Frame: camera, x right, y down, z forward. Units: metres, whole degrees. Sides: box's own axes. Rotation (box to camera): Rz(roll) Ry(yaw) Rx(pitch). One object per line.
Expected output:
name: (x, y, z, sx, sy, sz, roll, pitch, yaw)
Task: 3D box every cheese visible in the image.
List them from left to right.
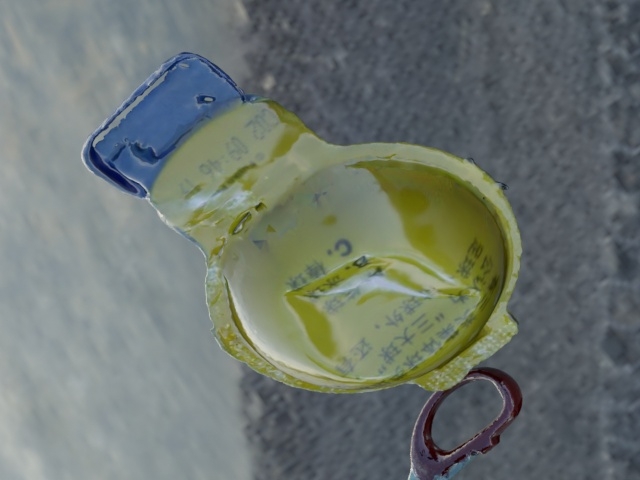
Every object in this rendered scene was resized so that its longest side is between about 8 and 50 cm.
cheese: (0.000, 0.000, 0.936, 0.177, 0.069, 0.270, -41, 124, 21)

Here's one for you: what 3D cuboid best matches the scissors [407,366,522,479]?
scissors: (0.033, 0.181, 1.050, 0.247, 0.017, 0.144, -29, 76, 27)
